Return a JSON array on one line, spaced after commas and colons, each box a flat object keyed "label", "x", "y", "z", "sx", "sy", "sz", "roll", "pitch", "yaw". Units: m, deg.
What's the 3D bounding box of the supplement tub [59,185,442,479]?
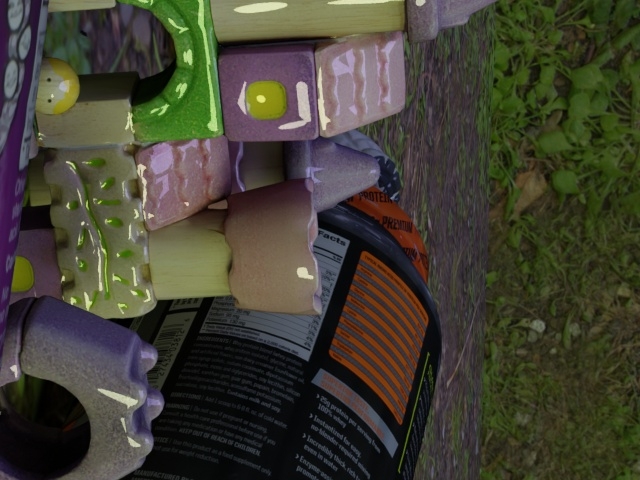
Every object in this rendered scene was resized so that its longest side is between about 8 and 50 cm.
[{"label": "supplement tub", "x": -0.042, "y": 0.114, "z": 0.766, "sx": 0.338, "sy": 0.207, "sz": 0.207, "roll": -68, "pitch": 156, "yaw": -49}]

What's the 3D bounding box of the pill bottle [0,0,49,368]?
[{"label": "pill bottle", "x": -0.156, "y": -0.051, "z": 0.319, "sx": 0.169, "sy": 0.169, "sz": 0.301, "roll": -26, "pitch": 127, "yaw": -72}]

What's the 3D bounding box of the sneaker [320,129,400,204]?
[{"label": "sneaker", "x": 0.000, "y": 0.000, "z": 1.080, "sx": 0.107, "sy": 0.110, "sz": 0.275, "roll": -28, "pitch": 146, "yaw": -31}]

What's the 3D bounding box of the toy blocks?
[{"label": "toy blocks", "x": -0.038, "y": -0.083, "z": 0.541, "sx": 0.309, "sy": 0.260, "sz": 0.288, "roll": -86, "pitch": 173, "yaw": -66}]
